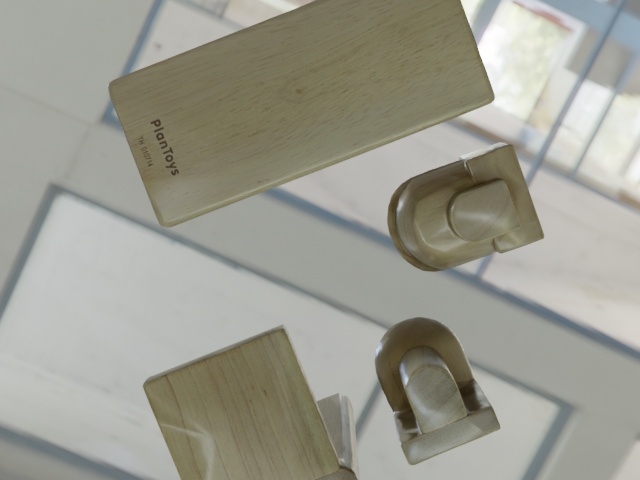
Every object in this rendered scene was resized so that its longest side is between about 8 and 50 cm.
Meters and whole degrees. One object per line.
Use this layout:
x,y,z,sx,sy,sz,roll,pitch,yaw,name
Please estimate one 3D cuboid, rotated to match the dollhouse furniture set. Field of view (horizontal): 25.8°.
0.000,0.000,0.505,0.123,0.144,0.151,-86,-25,-85,dollhouse furniture set
